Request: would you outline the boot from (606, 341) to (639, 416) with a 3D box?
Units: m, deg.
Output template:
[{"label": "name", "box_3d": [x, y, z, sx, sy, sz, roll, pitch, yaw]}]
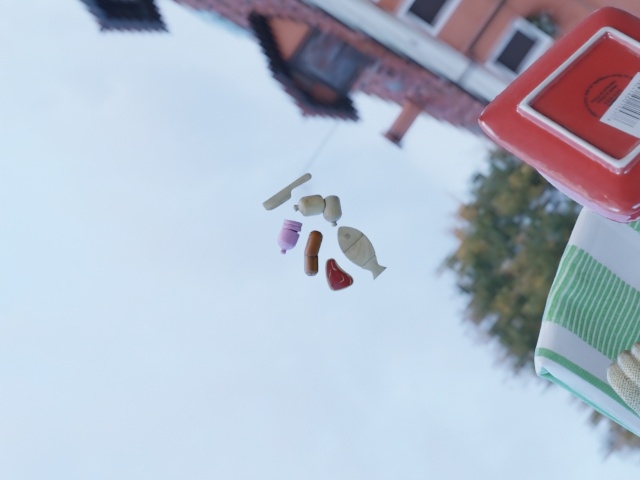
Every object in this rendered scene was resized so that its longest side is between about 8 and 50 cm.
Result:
[{"label": "boot", "box_3d": [0.348, 0.088, 1.302, 0.095, 0.203, 0.262, 48, -170, 30]}]

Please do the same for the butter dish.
[{"label": "butter dish", "box_3d": [0.232, -0.077, 1.225, 0.160, 0.160, 0.118, 36, 160, 34]}]

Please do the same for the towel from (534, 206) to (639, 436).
[{"label": "towel", "box_3d": [0.341, 0.024, 1.549, 0.248, 0.325, 0.038, 32, 167, -31]}]

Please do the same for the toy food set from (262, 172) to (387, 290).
[{"label": "toy food set", "box_3d": [0.000, 0.000, 1.523, 0.122, 0.078, 0.019, 56, 176, 3]}]
